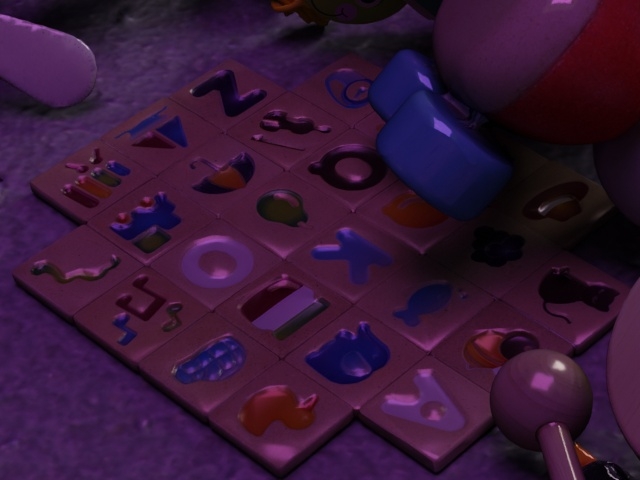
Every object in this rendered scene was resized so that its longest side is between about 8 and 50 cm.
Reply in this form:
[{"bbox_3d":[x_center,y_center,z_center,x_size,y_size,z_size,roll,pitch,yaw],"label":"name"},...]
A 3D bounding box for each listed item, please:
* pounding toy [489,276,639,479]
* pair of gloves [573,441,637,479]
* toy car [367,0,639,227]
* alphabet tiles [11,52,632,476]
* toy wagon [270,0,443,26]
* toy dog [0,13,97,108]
[{"bbox_3d":[0.221,0.092,0.936,0.237,0.110,0.183,-28,46,5],"label":"pounding toy"},{"bbox_3d":[0.129,0.140,0.945,0.083,0.010,0.074,-31,47,-29],"label":"pair of gloves"},{"bbox_3d":[0.185,-0.080,1.073,0.238,0.219,0.210,37,14,-13],"label":"toy car"},{"bbox_3d":[0.000,0.000,1.109,0.342,0.011,0.285,32,53,34],"label":"alphabet tiles"},{"bbox_3d":[0.101,-0.228,1.165,0.344,0.267,0.068,-36,36,27],"label":"toy wagon"},{"bbox_3d":[-0.185,-0.188,1.263,0.334,0.161,0.220,-24,47,1],"label":"toy dog"}]
